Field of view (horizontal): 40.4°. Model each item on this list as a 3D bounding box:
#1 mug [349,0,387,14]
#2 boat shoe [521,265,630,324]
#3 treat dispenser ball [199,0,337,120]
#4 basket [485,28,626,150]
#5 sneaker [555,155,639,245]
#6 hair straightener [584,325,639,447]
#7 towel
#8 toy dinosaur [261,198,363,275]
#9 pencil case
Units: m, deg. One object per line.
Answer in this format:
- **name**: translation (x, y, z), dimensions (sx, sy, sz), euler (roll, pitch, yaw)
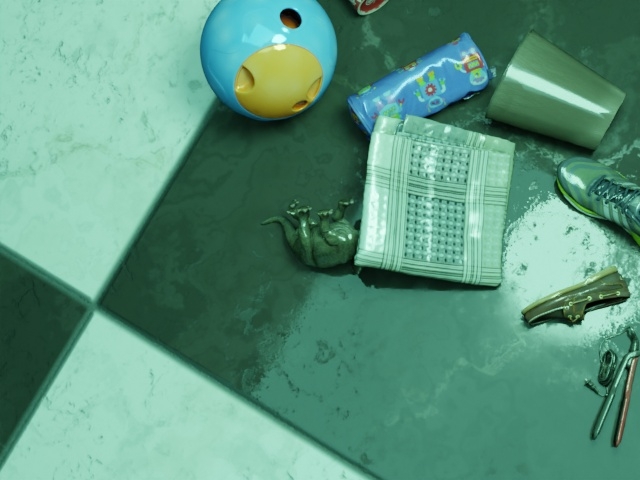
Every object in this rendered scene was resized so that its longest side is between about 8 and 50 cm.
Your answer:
- **mug**: translation (0.073, -0.596, 1.911), dimensions (0.113, 0.150, 0.169), euler (-32, 77, 10)
- **boat shoe**: translation (0.497, 0.121, 1.687), dimensions (0.207, 0.073, 0.073), euler (-25, 71, 6)
- **treat dispenser ball**: translation (-0.108, -0.395, 1.825), dimensions (0.288, 0.288, 0.288), euler (-3, 77, 12)
- **basket**: translation (0.480, -0.285, 1.749), dimensions (0.227, 0.154, 0.204), euler (30, 86, 13)
- **sneaker**: translation (0.595, -0.076, 1.686), dimensions (0.300, 0.121, 0.111), euler (34, 86, 17)
- **hair straightener**: translation (0.550, 0.270, 1.654), dimensions (0.089, 0.047, 0.230), euler (15, 81, 15)
- **towel**: translation (0.236, -0.084, 1.744), dimensions (0.312, 0.056, 0.324), euler (10, 78, -9)
- **toy dinosaur**: translation (0.000, 0.000, 1.796), dimensions (0.314, 0.121, 0.160), euler (-1, 110, 25)
- **pencil case**: translation (0.210, -0.313, 1.828), dimensions (0.306, 0.119, 0.133), euler (-28, 113, 4)
